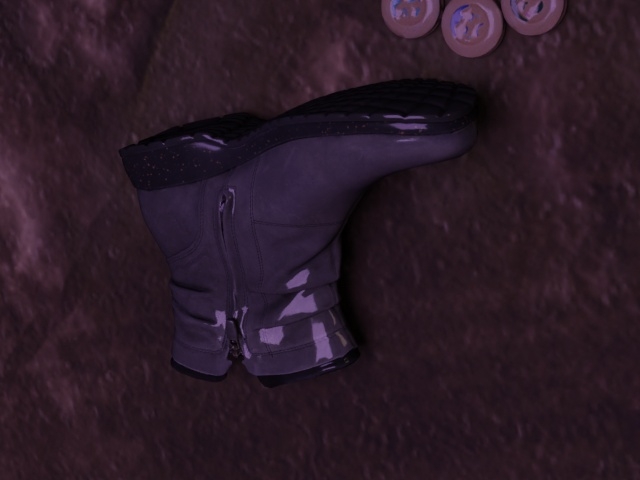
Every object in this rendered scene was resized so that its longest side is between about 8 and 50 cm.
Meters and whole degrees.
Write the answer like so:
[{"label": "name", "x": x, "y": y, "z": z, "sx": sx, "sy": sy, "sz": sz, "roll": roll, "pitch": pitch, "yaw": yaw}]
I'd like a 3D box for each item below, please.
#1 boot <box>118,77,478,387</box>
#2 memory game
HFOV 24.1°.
[{"label": "boot", "x": 0.000, "y": 0.000, "z": 0.872, "sx": 0.246, "sy": 0.083, "sz": 0.161, "roll": -8, "pitch": 104, "yaw": 36}, {"label": "memory game", "x": 0.079, "y": -0.194, "z": 0.814, "sx": 0.186, "sy": 0.012, "sz": 0.186, "roll": 7, "pitch": 104, "yaw": 28}]
